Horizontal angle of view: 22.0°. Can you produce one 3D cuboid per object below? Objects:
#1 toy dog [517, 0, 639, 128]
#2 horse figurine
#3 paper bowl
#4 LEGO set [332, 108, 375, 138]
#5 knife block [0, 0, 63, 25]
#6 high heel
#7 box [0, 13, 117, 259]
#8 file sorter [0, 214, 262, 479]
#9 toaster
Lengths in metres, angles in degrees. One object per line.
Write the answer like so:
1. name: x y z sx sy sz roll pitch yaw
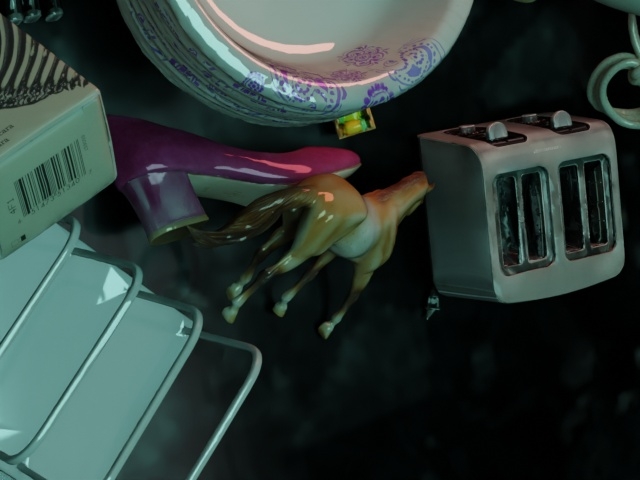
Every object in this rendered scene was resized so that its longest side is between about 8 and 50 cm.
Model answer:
1. toy dog: 0.300 -0.279 1.578 0.333 0.220 0.161 42 41 -35
2. horse figurine: 0.000 0.000 1.417 0.174 0.066 0.263 -50 151 13
3. paper bowl: -0.030 -0.228 1.279 0.284 0.148 0.284 4 81 -27
4. LEGO set: 0.034 -0.235 1.445 0.132 0.107 0.287 12 88 -32
5. knife block: -0.237 -0.316 1.284 0.242 0.088 0.276 41 73 -28
6. high heel: -0.075 -0.076 1.426 0.244 0.082 0.117 -18 77 -33
7. box: -0.274 -0.114 1.170 0.113 0.275 0.094 -39 149 -25
8. file sorter: -0.213 0.085 1.285 0.277 0.173 0.193 39 75 -29
9. toaster: 0.186 -0.025 1.556 0.168 0.110 0.186 -11 100 -29
